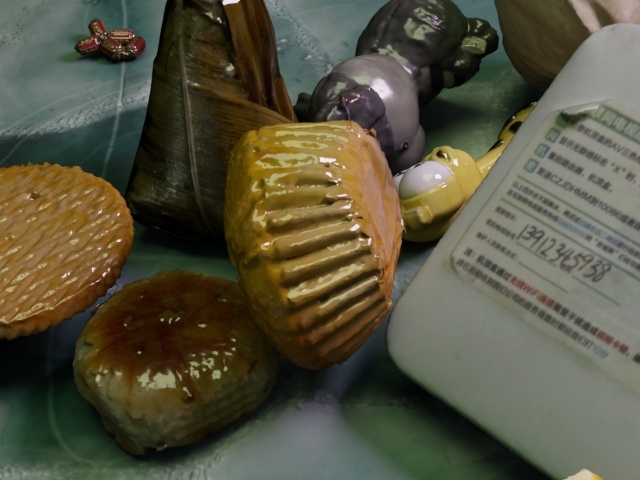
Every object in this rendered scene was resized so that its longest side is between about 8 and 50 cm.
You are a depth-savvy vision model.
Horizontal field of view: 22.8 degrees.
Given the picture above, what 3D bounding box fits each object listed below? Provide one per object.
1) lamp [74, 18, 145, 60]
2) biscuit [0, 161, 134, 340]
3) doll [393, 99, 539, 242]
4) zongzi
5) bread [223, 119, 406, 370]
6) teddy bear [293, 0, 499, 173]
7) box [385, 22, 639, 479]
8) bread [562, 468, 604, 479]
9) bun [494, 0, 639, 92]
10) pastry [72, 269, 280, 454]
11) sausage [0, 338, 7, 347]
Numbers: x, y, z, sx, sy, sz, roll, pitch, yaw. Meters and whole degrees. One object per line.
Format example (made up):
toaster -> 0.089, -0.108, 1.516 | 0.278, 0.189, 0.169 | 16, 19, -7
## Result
lamp -> -0.257, -0.245, 1.967 | 0.083, 0.031, 0.063 | 9, 45, 13
biscuit -> -0.307, 0.010, 1.564 | 0.254, 0.035, 0.254 | -3, 40, 2
doll -> 0.171, -0.076, 1.671 | 0.291, 0.086, 0.117 | -29, 5, -20
zongzi -> -0.048, -0.111, 1.613 | 0.288, 0.286, 0.134 | 23, 26, 24
bread -> -0.003, 0.003, 1.460 | 0.139, 0.240, 0.240 | -13, 40, 13
teddy bear -> 0.063, -0.153, 1.748 | 0.251, 0.144, 0.171 | -47, 24, -24
box -> 0.300, 0.037, 1.381 | 0.396, 0.111, 0.396 | 34, 88, 36
bread -> 0.217, 0.274, 1.189 | 0.068, 0.188, 0.125 | -21, 42, -8
bun -> 0.347, -0.265, 1.680 | 0.361, 0.361, 0.213 | -7, 49, 1
pastry -> -0.137, 0.106, 1.501 | 0.192, 0.093, 0.182 | -27, 43, -22
sausage -> -0.334, 0.087, 1.563 | 0.103, 0.076, 0.302 | 17, 47, 31
